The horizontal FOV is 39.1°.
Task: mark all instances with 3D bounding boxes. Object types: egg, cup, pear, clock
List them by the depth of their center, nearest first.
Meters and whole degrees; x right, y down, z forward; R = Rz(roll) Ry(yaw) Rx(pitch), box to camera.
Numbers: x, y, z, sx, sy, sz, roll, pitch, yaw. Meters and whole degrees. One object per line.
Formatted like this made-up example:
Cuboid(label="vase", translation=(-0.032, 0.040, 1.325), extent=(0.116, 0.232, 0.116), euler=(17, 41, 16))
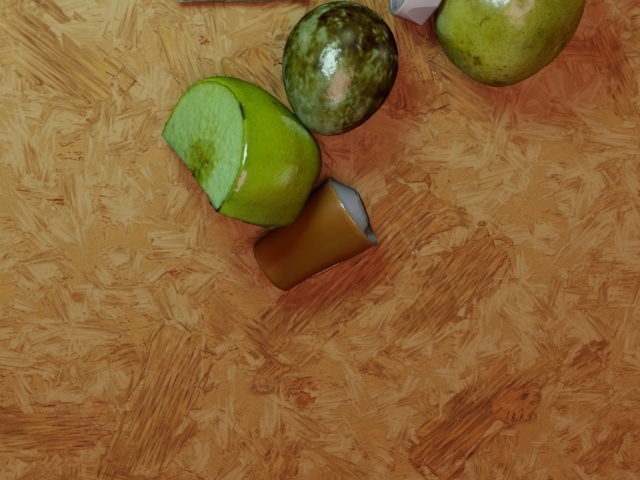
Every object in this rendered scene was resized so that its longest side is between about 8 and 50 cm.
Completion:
Cuboid(label="clock", translation=(0.209, -0.542, 1.831), extent=(0.068, 0.197, 0.196), euler=(18, 106, -13))
Cuboid(label="egg", translation=(0.037, -0.348, 1.833), extent=(0.238, 0.289, 0.238), euler=(10, 151, 6))
Cuboid(label="pear", translation=(0.380, -0.462, 1.839), extent=(0.304, 0.304, 0.303), euler=(-3, 110, -8))
Cuboid(label="pear", translation=(-0.119, -0.180, 1.865), extent=(0.318, 0.342, 0.238), euler=(18, 112, -43))
Cuboid(label="cup", translation=(0.000, 0.000, 2.023), extent=(0.264, 0.182, 0.226), euler=(-34, 142, 12))

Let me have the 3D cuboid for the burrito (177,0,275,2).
Cuboid(label="burrito", translation=(-0.163, -0.530, 1.854), extent=(0.276, 0.059, 0.082), euler=(-2, 116, -8))
